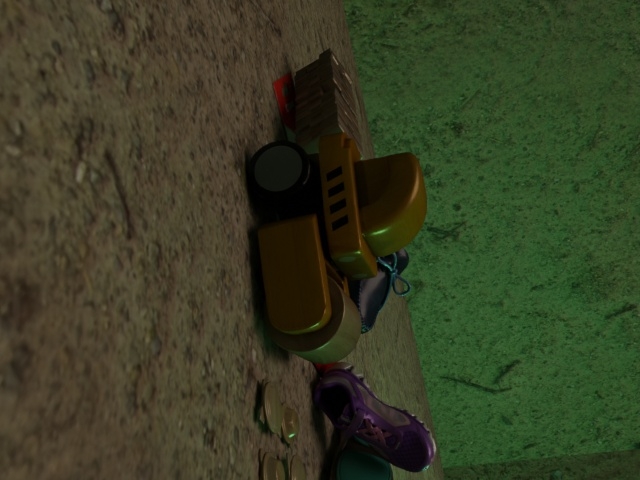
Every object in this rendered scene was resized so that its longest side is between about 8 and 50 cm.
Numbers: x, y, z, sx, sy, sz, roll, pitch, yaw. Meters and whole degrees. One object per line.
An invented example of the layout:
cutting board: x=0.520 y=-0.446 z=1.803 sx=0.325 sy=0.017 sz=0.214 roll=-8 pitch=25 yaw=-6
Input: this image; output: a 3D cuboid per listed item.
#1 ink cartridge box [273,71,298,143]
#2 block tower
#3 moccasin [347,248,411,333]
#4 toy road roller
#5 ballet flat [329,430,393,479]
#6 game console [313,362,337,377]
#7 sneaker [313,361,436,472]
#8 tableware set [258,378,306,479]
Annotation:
ink cartridge box: x=-0.025 y=-0.211 z=1.293 sx=0.189 sy=0.066 sz=0.232 roll=-70 pitch=153 yaw=-68
block tower: x=0.011 y=-0.244 z=1.240 sx=0.091 sy=0.097 sz=0.335 roll=52 pitch=22 yaw=-32
moccasin: x=0.116 y=0.024 z=1.283 sx=0.137 sy=0.117 sz=0.341 roll=57 pitch=37 yaw=-46
toy road roller: x=0.042 y=0.000 z=0.953 sx=0.202 sy=0.241 sz=0.329 roll=51 pitch=31 yaw=-68
ballet flat: x=0.069 y=0.400 z=1.135 sx=0.316 sy=0.108 sz=0.106 roll=-55 pitch=161 yaw=-72
game console: x=-0.005 y=0.160 z=1.171 sx=0.124 sy=0.085 sz=0.144 roll=49 pitch=-11 yaw=37
sneaker: x=0.077 y=0.297 z=1.072 sx=0.095 sy=0.236 sz=0.105 roll=-59 pitch=156 yaw=11
tableware set: x=-0.050 y=0.265 z=0.843 sx=0.168 sy=0.020 sz=0.141 roll=60 pitch=21 yaw=-58
